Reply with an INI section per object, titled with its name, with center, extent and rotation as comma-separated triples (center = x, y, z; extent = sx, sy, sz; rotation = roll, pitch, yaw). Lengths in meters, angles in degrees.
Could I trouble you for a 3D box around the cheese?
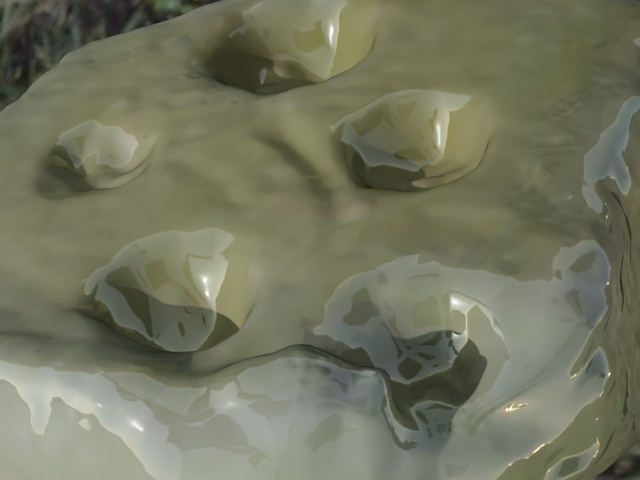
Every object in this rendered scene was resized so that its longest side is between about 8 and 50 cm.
[cheese]
center = 0.000, 0.000, 0.585
extent = 0.326, 0.318, 0.115
rotation = -23, 124, -9
